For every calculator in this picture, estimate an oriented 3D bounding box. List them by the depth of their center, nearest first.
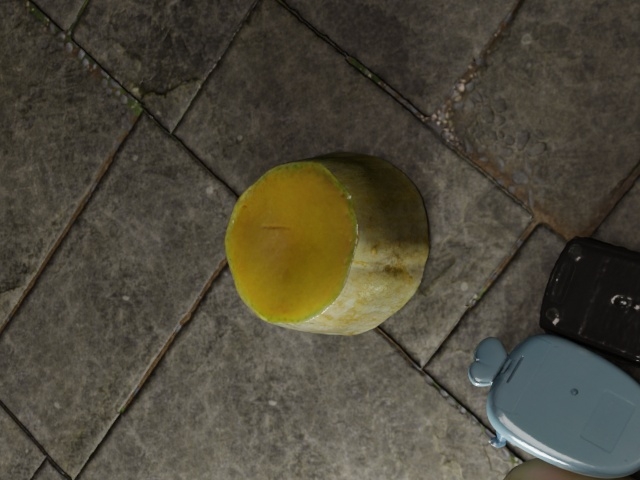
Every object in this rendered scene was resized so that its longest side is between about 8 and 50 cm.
[{"bbox_3d":[0.359,0.239,1.840,0.302,0.042,0.188,28,67,16],"label":"calculator"}]

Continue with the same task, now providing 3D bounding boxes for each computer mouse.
[{"bbox_3d":[0.473,0.102,1.877,0.269,0.100,0.170,21,86,34],"label":"computer mouse"}]

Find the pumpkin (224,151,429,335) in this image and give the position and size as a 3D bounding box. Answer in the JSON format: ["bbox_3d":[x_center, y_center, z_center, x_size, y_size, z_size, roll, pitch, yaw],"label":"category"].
[{"bbox_3d":[0.000,0.000,2.083,0.332,0.199,0.332,-2,86,26],"label":"pumpkin"}]

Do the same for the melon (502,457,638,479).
[{"bbox_3d":[0.406,0.447,1.838,0.317,0.223,0.223,23,99,28],"label":"melon"}]

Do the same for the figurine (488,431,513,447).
[{"bbox_3d":[0.310,0.241,1.962,0.144,0.114,0.178,29,110,23],"label":"figurine"}]
